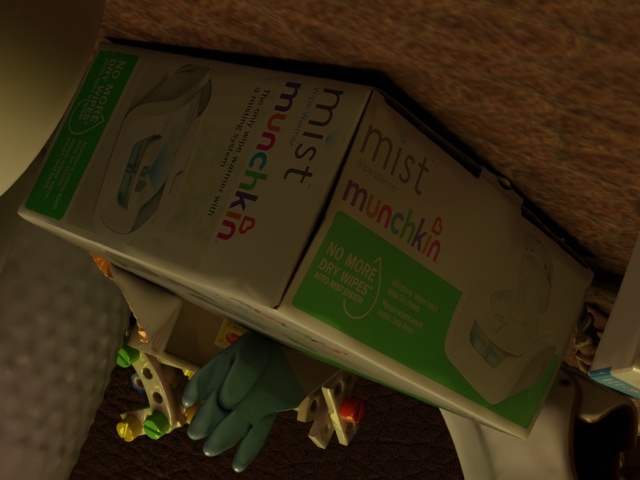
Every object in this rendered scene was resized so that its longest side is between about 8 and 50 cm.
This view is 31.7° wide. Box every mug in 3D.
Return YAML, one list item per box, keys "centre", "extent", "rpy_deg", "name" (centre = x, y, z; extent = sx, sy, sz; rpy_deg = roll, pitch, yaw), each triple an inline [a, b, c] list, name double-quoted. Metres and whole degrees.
- centre: [-0.283, 0.033, 0.924]
  extent: [0.276, 0.328, 0.374]
  rpy_deg: [24, 171, -11]
  name: "mug"

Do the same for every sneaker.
- centre: [0.147, 0.103, 0.769]
  extent: [0.106, 0.123, 0.290]
  rpy_deg: [29, -146, -47]
  name: "sneaker"

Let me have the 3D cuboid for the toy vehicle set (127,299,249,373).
- centre: [-0.082, 0.061, 1.128]
  extent: [0.035, 0.166, 0.267]
  rpy_deg: [19, 170, 25]
  name: "toy vehicle set"

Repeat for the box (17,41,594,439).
- centre: [0.000, 0.000, 0.686]
  extent: [0.231, 0.127, 0.262]
  rpy_deg: [18, 170, 41]
  name: "box"

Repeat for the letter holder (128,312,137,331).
- centre: [-0.197, 0.027, 1.281]
  extent: [0.301, 0.152, 0.214]
  rpy_deg: [18, 172, 30]
  name: "letter holder"

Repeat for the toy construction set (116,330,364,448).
- centre: [-0.112, 0.167, 1.369]
  extent: [0.327, 0.215, 0.151]
  rpy_deg: [4, -155, 19]
  name: "toy construction set"

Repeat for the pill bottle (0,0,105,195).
- centre: [-0.224, -0.120, 0.378]
  extent: [0.283, 0.161, 0.161]
  rpy_deg: [30, 169, -39]
  name: "pill bottle"

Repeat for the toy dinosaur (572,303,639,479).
- centre: [0.284, 0.140, 0.848]
  extent: [0.200, 0.127, 0.295]
  rpy_deg: [18, 179, -14]
  name: "toy dinosaur"

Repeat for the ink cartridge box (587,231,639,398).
- centre: [0.215, 0.047, 0.524]
  extent: [0.143, 0.090, 0.092]
  rpy_deg: [21, 172, 4]
  name: "ink cartridge box"

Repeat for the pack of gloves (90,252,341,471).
- centre: [-0.075, 0.053, 0.836]
  extent: [0.046, 0.195, 0.232]
  rpy_deg: [-21, -172, 29]
  name: "pack of gloves"

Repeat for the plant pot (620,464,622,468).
- centre: [0.380, 0.336, 1.199]
  extent: [0.274, 0.294, 0.275]
  rpy_deg: [22, 171, 3]
  name: "plant pot"
